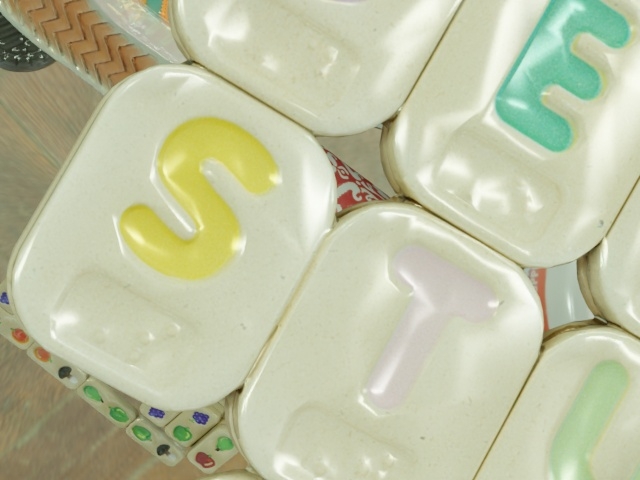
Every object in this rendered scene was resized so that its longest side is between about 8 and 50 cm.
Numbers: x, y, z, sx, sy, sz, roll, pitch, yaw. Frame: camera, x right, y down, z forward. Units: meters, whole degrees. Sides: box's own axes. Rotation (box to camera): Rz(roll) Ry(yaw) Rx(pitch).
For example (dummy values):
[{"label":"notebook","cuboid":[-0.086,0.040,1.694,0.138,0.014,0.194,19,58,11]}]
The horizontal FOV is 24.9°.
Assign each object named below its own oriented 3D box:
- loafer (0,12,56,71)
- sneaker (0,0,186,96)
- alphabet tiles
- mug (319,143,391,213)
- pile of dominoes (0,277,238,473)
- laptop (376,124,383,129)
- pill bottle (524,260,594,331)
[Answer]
[{"label":"loafer","cuboid":[-0.332,-0.352,1.531,0.133,0.130,0.366,-4,89,-3]},{"label":"sneaker","cuboid":[-0.136,-0.182,1.049,0.302,0.108,0.121,43,50,-2]},{"label":"alphabet tiles","cuboid":[0.079,0.027,0.342,0.284,0.021,0.278,31,86,-12]},{"label":"mug","cuboid":[-0.002,-0.004,1.325,0.169,0.113,0.150,32,91,-20]},{"label":"pile of dominoes","cuboid":[-0.166,0.100,1.265,0.251,0.040,0.196,40,128,-10]},{"label":"laptop","cuboid":[0.066,-0.170,1.448,0.382,0.408,0.236,17,53,1]},{"label":"pill bottle","cuboid":[0.090,0.032,0.596,0.108,0.193,0.108,4,80,-26]}]
